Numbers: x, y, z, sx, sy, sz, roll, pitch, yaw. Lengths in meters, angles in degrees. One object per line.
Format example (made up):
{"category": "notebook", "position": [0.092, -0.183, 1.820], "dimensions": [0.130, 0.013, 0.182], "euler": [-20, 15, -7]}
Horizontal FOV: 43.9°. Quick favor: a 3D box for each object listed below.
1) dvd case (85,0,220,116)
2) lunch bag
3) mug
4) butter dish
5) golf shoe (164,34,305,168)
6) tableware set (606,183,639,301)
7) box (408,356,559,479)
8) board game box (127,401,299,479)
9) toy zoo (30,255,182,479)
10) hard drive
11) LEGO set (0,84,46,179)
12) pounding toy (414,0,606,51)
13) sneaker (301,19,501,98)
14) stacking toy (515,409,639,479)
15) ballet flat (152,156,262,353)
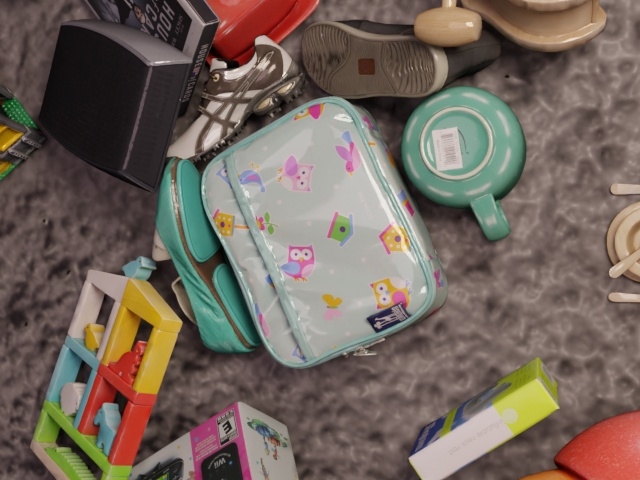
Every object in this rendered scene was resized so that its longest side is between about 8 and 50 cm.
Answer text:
{"category": "dvd case", "position": [-0.216, -0.287, 0.943], "dimensions": [0.238, 0.029, 0.179], "euler": [54, 147, 11]}
{"category": "lunch bag", "position": [0.000, 0.000, 0.892], "dimensions": [0.224, 0.108, 0.279], "euler": [-25, 83, 16]}
{"category": "mug", "position": [0.161, -0.091, 0.845], "dimensions": [0.158, 0.097, 0.129], "euler": [37, 101, 14]}
{"category": "butter dish", "position": [-0.111, -0.295, 0.920], "dimensions": [0.160, 0.118, 0.160], "euler": [-38, 79, 15]}
{"category": "golf shoe", "position": [-0.116, -0.162, 0.935], "dimensions": [0.198, 0.077, 0.094], "euler": [-35, 105, 6]}
{"category": "tableware set", "position": [0.393, 0.002, 0.803], "dimensions": [0.194, 0.039, 0.128], "euler": [1, 91, 18]}
{"category": "box", "position": [0.166, 0.196, 0.840], "dimensions": [0.178, 0.109, 0.042], "euler": [-36, 84, 15]}
{"category": "board game box", "position": [-0.120, 0.363, 0.859], "dimensions": [0.224, 0.097, 0.303], "euler": [-35, 45, 15]}
{"category": "toy zoo", "position": [-0.260, 0.159, 0.965], "dimensions": [0.192, 0.030, 0.293], "euler": [23, 95, 46]}
{"category": "hard drive", "position": [-0.254, -0.170, 0.939], "dimensions": [0.255, 0.054, 0.172], "euler": [30, 107, 43]}
{"category": "LEGO set", "position": [-0.531, -0.173, 1.001], "dimensions": [0.255, 0.192, 0.331], "euler": [-32, 79, 6]}
{"category": "pounding toy", "position": [0.208, -0.290, 0.758], "dimensions": [0.154, 0.155, 0.269], "euler": [20, 74, 24]}
{"category": "sneaker", "position": [0.084, -0.205, 0.888], "dimensions": [0.222, 0.118, 0.083], "euler": [23, 123, 43]}
{"category": "stacking toy", "position": [0.374, 0.233, 0.716], "dimensions": [0.350, 0.350, 0.480], "euler": [43, 85, 13]}
{"category": "ballet flat", "position": [-0.149, 0.028, 0.928], "dimensions": [0.087, 0.083, 0.247], "euler": [-16, 106, 24]}
